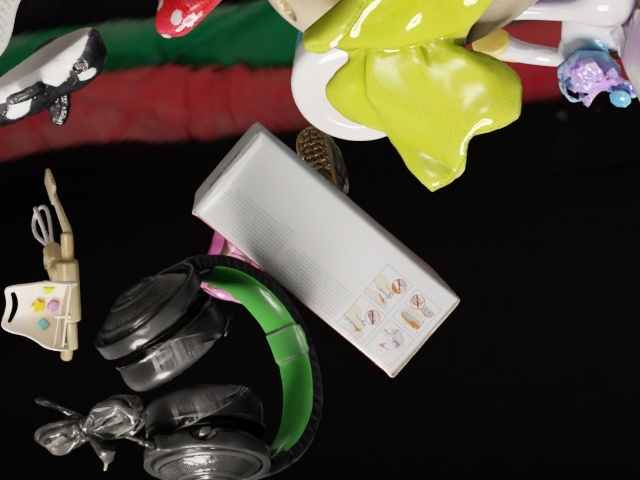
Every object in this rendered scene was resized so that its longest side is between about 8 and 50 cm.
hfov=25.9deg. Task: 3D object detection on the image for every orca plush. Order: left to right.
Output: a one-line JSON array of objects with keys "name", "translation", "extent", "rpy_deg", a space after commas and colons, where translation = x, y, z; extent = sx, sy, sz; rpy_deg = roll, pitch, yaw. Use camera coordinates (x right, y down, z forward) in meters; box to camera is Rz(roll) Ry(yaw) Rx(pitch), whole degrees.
[{"name": "orca plush", "translation": [-0.397, -0.182, 1.920], "extent": [0.287, 0.102, 0.151], "rpy_deg": [-35, -153, 7]}]

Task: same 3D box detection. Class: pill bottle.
[{"name": "pill bottle", "translation": [0.049, -0.246, 1.575], "extent": [0.146, 0.146, 0.264], "rpy_deg": [-10, -138, 16]}]

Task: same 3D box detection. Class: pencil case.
[{"name": "pencil case", "translation": [-0.119, -0.020, 1.978], "extent": [0.098, 0.095, 0.209], "rpy_deg": [17, -92, 30]}]

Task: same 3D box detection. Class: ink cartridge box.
[{"name": "ink cartridge box", "translation": [0.000, 0.000, 1.732], "extent": [0.130, 0.309, 0.272], "rpy_deg": [-49, -172, 4]}]

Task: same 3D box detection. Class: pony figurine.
[{"name": "pony figurine", "translation": [0.304, -0.260, 1.468], "extent": [0.364, 0.351, 0.302], "rpy_deg": [13, -98, 12]}]

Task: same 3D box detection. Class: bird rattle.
[{"name": "bird rattle", "translation": [0.024, -0.150, 0.740], "extent": [0.207, 0.143, 0.253], "rpy_deg": [-35, -134, -21]}]

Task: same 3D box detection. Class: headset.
[{"name": "headset", "translation": [-0.122, 0.139, 1.408], "extent": [0.185, 0.243, 0.394], "rpy_deg": [-26, 175, 38]}]

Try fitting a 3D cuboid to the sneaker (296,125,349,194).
[{"name": "sneaker", "translation": [0.014, -0.061, 1.957], "extent": [0.064, 0.086, 0.192], "rpy_deg": [-13, -108, 20]}]

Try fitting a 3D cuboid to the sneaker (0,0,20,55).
[{"name": "sneaker", "translation": [-0.412, -0.292, 1.587], "extent": [0.126, 0.127, 0.321], "rpy_deg": [-5, 155, -39]}]

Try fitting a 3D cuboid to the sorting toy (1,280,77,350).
[{"name": "sorting toy", "translation": [-0.315, 0.076, 1.547], "extent": [0.075, 0.083, 0.045], "rpy_deg": [4, -160, -22]}]

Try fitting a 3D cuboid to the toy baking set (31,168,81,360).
[{"name": "toy baking set", "translation": [-0.373, 0.036, 1.944], "extent": [0.030, 0.256, 0.197], "rpy_deg": [-6, -164, -25]}]
